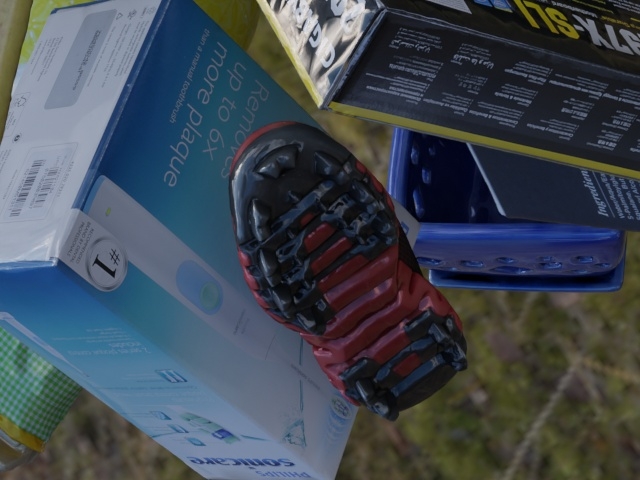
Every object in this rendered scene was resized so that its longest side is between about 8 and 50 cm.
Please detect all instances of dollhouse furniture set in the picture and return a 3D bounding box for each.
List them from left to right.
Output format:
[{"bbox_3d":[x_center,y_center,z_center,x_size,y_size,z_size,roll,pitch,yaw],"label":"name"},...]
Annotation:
[{"bbox_3d":[-0.330,0.042,1.609,0.301,0.151,0.198,35,100,11],"label":"dollhouse furniture set"}]

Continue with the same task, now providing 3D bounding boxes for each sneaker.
[{"bbox_3d":[0.000,0.000,1.175,0.135,0.097,0.276,56,-179,36],"label":"sneaker"}]

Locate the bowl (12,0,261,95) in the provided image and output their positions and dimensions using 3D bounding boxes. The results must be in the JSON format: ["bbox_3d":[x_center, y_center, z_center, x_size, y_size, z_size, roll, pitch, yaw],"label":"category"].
[{"bbox_3d":[-0.191,-0.146,1.508,0.289,0.289,0.156,-39,41,53],"label":"bowl"}]

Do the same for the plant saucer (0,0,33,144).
[{"bbox_3d":[-0.233,-0.145,0.642,0.081,0.332,0.333,10,86,36],"label":"plant saucer"}]

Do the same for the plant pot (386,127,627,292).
[{"bbox_3d":[0.204,-0.068,1.958,0.236,0.236,0.212,1,158,13],"label":"plant pot"}]

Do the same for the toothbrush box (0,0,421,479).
[{"bbox_3d":[-0.086,0.005,1.311,0.126,0.216,0.295,-3,145,40],"label":"toothbrush box"}]

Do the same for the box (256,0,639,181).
[{"bbox_3d":[0.100,-0.153,1.179,0.079,0.322,0.257,-57,41,30],"label":"box"}]

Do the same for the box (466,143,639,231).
[{"bbox_3d":[0.335,-0.171,1.564,0.395,0.293,0.212,6,137,44],"label":"box"}]
